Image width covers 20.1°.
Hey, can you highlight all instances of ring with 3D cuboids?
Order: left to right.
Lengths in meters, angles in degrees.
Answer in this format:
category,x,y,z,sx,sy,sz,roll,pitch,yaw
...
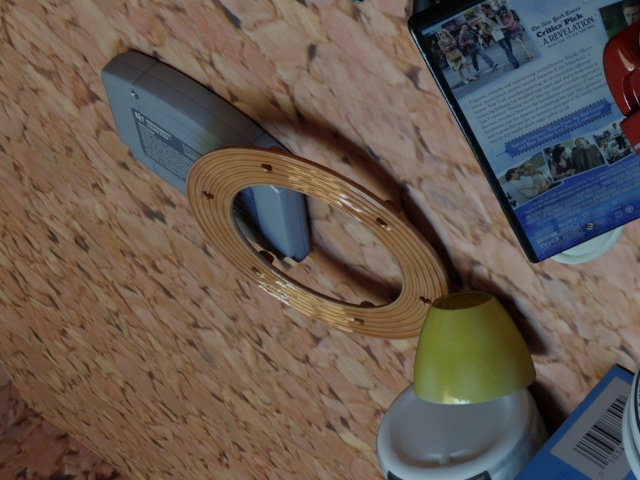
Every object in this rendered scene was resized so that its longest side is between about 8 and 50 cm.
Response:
category,x,y,z,sx,sy,sz,roll,pitch,yaw
ring,0.000,0.000,2.050,0.336,0.032,0.336,23,151,14

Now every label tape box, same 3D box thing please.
category,x,y,z,sx,sy,sz,roll,pitch,yaw
label tape box,0.286,0.331,1.933,0.115,0.249,0.348,32,156,27

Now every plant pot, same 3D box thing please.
category,x,y,z,sx,sy,sz,roll,pitch,yaw
plant pot,0.161,0.109,1.950,0.134,0.134,0.095,12,115,54

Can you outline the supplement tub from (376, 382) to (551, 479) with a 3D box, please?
category,x,y,z,sx,sy,sz,roll,pitch,yaw
supplement tub,0.203,0.310,2.123,0.193,0.193,0.316,22,150,44

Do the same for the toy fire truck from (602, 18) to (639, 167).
category,x,y,z,sx,sy,sz,roll,pitch,yaw
toy fire truck,0.242,-0.147,1.279,0.246,0.158,0.217,58,170,3

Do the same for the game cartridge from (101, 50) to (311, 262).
category,x,y,z,sx,sy,sz,roll,pitch,yaw
game cartridge,-0.135,-0.106,2.165,0.294,0.060,0.196,34,160,24

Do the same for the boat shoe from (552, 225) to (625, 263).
category,x,y,z,sx,sy,sz,roll,pitch,yaw
boat shoe,0.176,-0.130,1.482,0.099,0.116,0.319,-114,5,-57

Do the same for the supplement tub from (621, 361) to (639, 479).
category,x,y,z,sx,sy,sz,roll,pitch,yaw
supplement tub,0.366,0.124,1.492,0.191,0.191,0.272,41,158,10

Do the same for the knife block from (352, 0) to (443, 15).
category,x,y,z,sx,sy,sz,roll,pitch,yaw
knife block,0.089,-0.265,1.425,0.242,0.088,0.275,52,157,-19

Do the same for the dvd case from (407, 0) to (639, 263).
category,x,y,z,sx,sy,sz,roll,pitch,yaw
dvd case,0.199,-0.111,1.419,0.253,0.180,0.022,59,-168,-33
